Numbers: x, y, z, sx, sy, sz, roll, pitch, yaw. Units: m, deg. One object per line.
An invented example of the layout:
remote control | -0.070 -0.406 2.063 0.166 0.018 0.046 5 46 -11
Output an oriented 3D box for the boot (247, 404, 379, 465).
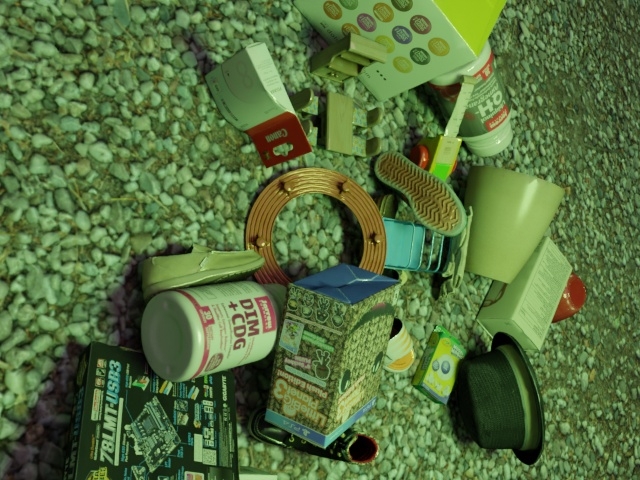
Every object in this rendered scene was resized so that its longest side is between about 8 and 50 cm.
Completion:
boot | -0.013 0.397 1.309 0.236 0.178 0.085 25 71 -32

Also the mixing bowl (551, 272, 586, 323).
mixing bowl | 0.736 0.161 1.938 0.181 0.098 0.182 5 81 -36

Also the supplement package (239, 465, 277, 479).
supplement package | -0.162 0.535 1.229 0.105 0.105 0.180 15 74 -34

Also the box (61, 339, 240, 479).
box | -0.283 0.344 1.111 0.293 0.073 0.296 19 43 -31

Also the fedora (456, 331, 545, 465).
fedora | 0.440 0.407 1.624 0.152 0.334 0.334 -9 89 -6

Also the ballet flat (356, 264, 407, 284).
ballet flat | 0.151 0.088 1.551 0.173 0.049 0.058 7 77 -39

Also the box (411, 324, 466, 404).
box | 0.310 0.316 1.641 0.105 0.043 0.179 40 61 -25

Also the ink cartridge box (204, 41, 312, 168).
ink cartridge box | -0.131 -0.263 1.309 0.066 0.189 0.233 -27 100 -35

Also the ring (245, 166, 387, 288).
ring | 0.000 0.000 1.413 0.336 0.032 0.337 3 82 -20

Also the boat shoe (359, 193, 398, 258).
boat shoe | 0.132 -0.030 1.550 0.064 0.060 0.178 34 71 -43

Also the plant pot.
plant pot | 0.483 -0.032 1.712 0.256 0.256 0.274 18 90 -33

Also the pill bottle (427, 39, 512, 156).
pill bottle | 0.402 -0.374 1.691 0.318 0.176 0.176 51 56 -42

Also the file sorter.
file sorter | 0.225 0.016 1.532 0.170 0.104 0.118 8 90 -46

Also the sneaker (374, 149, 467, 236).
sneaker | 0.257 -0.108 1.533 0.108 0.302 0.121 -51 140 14

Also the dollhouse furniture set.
dollhouse furniture set | 0.059 -0.324 1.472 0.212 0.161 0.242 8 79 -35

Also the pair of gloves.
pair of gloves | 0.337 0.036 1.612 0.042 0.240 0.204 12 71 6

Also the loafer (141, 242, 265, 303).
loafer | -0.227 0.050 1.251 0.268 0.102 0.092 -12 71 -42

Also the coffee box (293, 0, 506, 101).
coffee box | 0.210 -0.605 1.514 0.337 0.334 0.338 43 62 -24

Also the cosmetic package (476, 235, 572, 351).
cosmetic package | 0.578 0.148 1.806 0.153 0.129 0.296 47 59 -23

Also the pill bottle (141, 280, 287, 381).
pill bottle | -0.178 0.161 1.210 0.283 0.160 0.161 -5 86 -51

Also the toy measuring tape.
toy measuring tape | 0.303 -0.264 1.622 0.121 0.121 0.330 -5 120 -36

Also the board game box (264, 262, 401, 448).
board game box | 0.028 0.217 1.279 0.232 0.141 0.291 -17 120 -59

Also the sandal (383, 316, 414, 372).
sandal | 0.150 0.216 1.517 0.265 0.076 0.102 51 59 -20
